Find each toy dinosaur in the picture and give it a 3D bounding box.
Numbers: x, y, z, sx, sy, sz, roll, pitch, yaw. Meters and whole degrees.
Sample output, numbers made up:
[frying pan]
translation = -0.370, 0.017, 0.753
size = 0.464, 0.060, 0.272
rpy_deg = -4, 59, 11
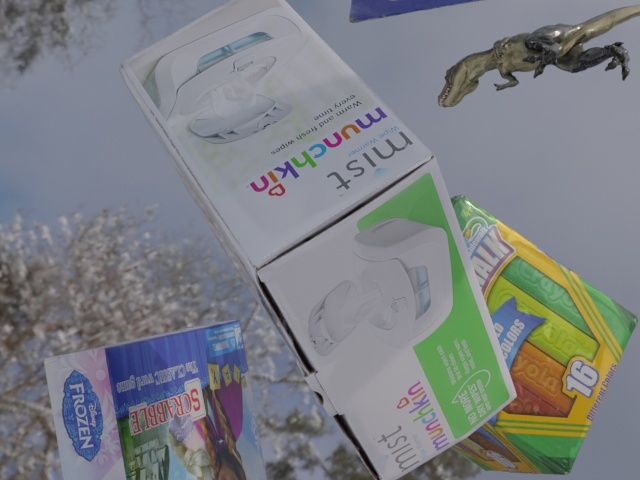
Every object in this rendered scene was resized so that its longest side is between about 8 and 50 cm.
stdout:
[toy dinosaur]
translation = 0.246, -0.192, 1.072
size = 0.268, 0.118, 0.064
rpy_deg = -16, -69, 3

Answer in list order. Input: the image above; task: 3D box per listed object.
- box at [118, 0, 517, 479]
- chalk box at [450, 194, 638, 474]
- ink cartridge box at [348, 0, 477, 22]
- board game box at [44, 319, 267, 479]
[box]
translation = 0.000, 0.000, 0.730
size = 0.231, 0.126, 0.262
rpy_deg = 52, -8, 43
[chalk box]
translation = 0.124, 0.082, 1.054
size = 0.289, 0.180, 0.179
rpy_deg = 33, -19, -11
[ink cartridge box]
translation = 0.118, -0.267, 0.716
size = 0.223, 0.045, 0.224
rpy_deg = -3, -114, 35
[board game box]
translation = -0.136, 0.248, 1.044
size = 0.065, 0.318, 0.318
rpy_deg = -10, -92, 17
